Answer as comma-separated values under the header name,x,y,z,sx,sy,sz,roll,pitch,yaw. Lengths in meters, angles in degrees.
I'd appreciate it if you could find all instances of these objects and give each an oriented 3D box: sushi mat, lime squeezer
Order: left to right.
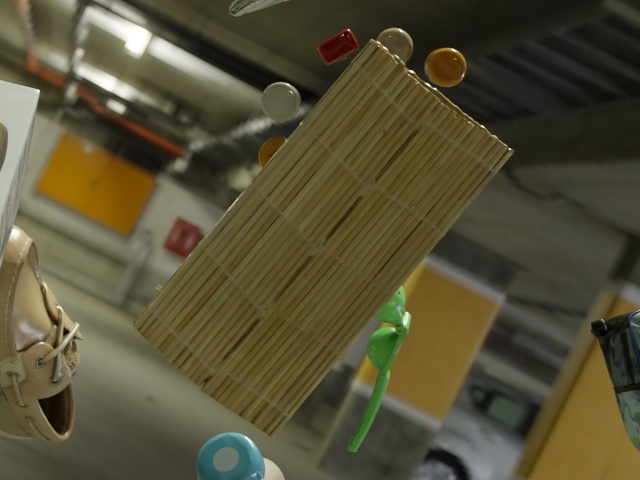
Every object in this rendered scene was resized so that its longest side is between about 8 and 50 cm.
name,x,y,z,sx,sy,sz,roll,pitch,yaw
sushi mat,0.000,0.000,1.353,0.151,0.316,0.019,40,4,-1
lime squeezer,0.045,0.099,1.748,0.059,0.110,0.310,-107,180,-61

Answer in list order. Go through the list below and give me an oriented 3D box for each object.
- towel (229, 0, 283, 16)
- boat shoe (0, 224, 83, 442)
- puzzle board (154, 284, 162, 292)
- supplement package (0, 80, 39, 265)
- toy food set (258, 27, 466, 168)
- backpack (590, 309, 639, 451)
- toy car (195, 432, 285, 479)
name,x,y,z,sx,sy,sz,roll,pitch,yaw
towel,-0.027,-0.313,1.990,0.152,0.023,0.113,-25,3,-41
boat shoe,-0.288,0.095,1.628,0.110,0.122,0.341,16,-32,3
puzzle board,-0.095,0.080,1.465,0.096,0.011,0.128,27,-11,13
supplement package,-0.326,-0.014,1.338,0.139,0.244,0.134,14,-43,-7
toy food set,0.029,-0.155,1.706,0.111,0.232,0.104,58,4,-4
backpack,0.272,0.104,1.232,0.105,0.114,0.084,-8,-8,-26
toy car,-0.163,0.343,1.847,0.238,0.210,0.219,-2,-34,14
